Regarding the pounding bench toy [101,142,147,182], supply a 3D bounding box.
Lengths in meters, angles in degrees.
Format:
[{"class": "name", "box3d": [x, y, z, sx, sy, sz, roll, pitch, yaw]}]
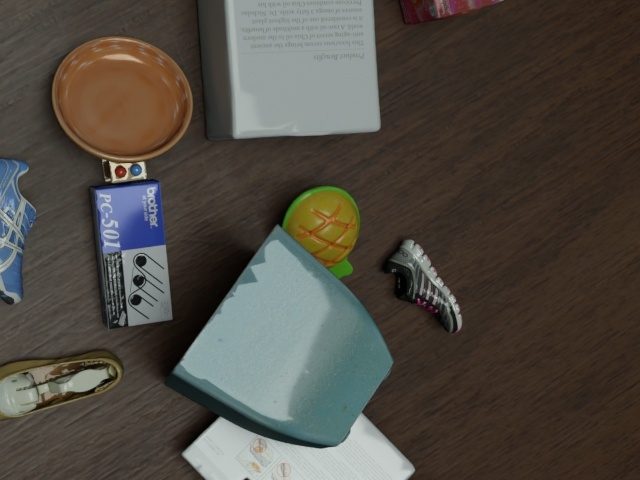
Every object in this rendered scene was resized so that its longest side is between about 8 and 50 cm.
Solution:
[{"class": "pounding bench toy", "box3d": [-0.286, -0.128, 1.821, 0.052, 0.065, 0.083, -9, 97, -20]}]

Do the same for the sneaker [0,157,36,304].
[{"class": "sneaker", "box3d": [-0.436, -0.015, 1.765, 0.081, 0.080, 0.211, -9, 98, -17]}]

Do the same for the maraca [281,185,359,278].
[{"class": "maraca", "box3d": [0.000, 0.000, 1.925, 0.127, 0.099, 0.186, -9, 123, -14]}]

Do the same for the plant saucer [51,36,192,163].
[{"class": "plant saucer", "box3d": [-0.283, -0.196, 1.798, 0.200, 0.037, 0.200, 6, 67, -14]}]

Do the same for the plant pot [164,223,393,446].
[{"class": "plant pot", "box3d": [-0.046, 0.167, 1.794, 0.252, 0.247, 0.248, 36, 76, -2]}]

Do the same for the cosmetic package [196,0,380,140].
[{"class": "cosmetic package", "box3d": [-0.055, -0.378, 1.839, 0.230, 0.161, 0.453, -5, 95, -20]}]

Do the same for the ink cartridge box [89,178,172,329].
[{"class": "ink cartridge box", "box3d": [-0.276, 0.019, 1.837, 0.097, 0.046, 0.207, -8, 101, -20]}]

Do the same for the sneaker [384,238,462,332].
[{"class": "sneaker", "box3d": [0.159, 0.085, 2.006, 0.075, 0.063, 0.170, -36, 100, -15]}]

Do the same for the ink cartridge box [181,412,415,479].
[{"class": "ink cartridge box", "box3d": [-0.034, 0.334, 1.912, 0.239, 0.060, 0.275, -44, 90, -12]}]

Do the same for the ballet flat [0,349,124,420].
[{"class": "ballet flat", "box3d": [-0.393, 0.205, 1.800, 0.232, 0.073, 0.080, -16, 99, -19]}]

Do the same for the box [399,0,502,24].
[{"class": "box", "box3d": [0.176, -0.471, 1.937, 0.122, 0.128, 0.257, -18, 100, -19]}]
